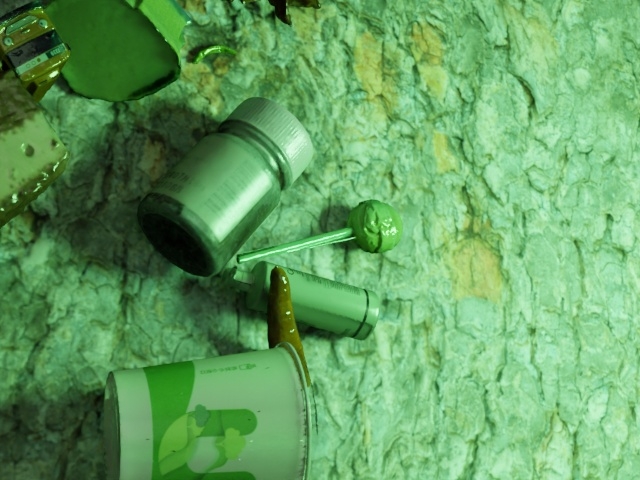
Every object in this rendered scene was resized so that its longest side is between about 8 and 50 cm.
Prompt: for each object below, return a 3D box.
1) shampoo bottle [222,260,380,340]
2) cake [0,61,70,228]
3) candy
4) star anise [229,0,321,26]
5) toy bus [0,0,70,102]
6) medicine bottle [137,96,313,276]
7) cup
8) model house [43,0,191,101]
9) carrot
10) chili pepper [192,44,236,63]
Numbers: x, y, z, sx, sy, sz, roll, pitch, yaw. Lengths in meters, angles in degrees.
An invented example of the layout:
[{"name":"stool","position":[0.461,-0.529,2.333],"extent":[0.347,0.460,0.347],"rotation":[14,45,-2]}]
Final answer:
[{"name":"shampoo bottle","position":[-0.035,0.091,1.712],"extent":[0.263,0.085,0.085],"rotation":[17,69,-21]},{"name":"cake","position":[-0.534,-0.123,1.438],"extent":[0.290,0.256,0.282],"rotation":[51,59,-10]},{"name":"candy","position":[0.000,0.000,1.736],"extent":[0.336,0.092,0.093],"rotation":[-15,104,-37]},{"name":"star anise","position":[-0.080,-0.476,1.833],"extent":[0.212,0.111,0.196],"rotation":[-12,114,-48]},{"name":"toy bus","position":[-0.445,-0.257,1.544],"extent":[0.098,0.201,0.114],"rotation":[-37,96,-30]},{"name":"medicine bottle","position":[-0.146,-0.087,1.665],"extent":[0.165,0.165,0.273],"rotation":[45,60,-9]},{"name":"cup","position":[-0.169,0.274,1.520],"extent":[0.274,0.253,0.253],"rotation":[1,75,-18]},{"name":"model house","position":[-0.317,-0.349,1.673],"extent":[0.214,0.195,0.189],"rotation":[42,36,-26]},{"name":"carrot","position":[-0.057,0.136,1.651],"extent":[0.061,0.061,0.209],"rotation":[-19,113,-29]},{"name":"chili pepper","position":[-0.183,-0.317,1.795],"extent":[0.083,0.017,0.030],"rotation":[-24,88,-27]}]
